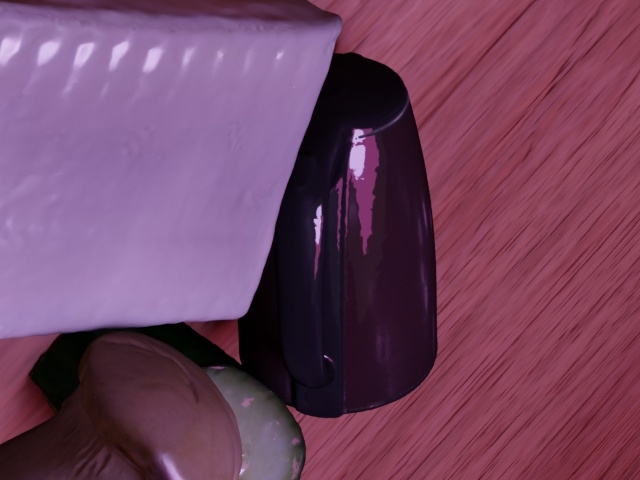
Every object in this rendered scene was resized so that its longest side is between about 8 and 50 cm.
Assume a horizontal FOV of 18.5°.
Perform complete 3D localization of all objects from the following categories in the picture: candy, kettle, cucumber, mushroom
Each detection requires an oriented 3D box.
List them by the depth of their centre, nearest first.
[{"bbox_3d":[-0.163,-0.062,1.091,0.359,0.145,0.208,-4,121,-49],"label":"candy"},{"bbox_3d":[-0.217,0.216,1.113,0.407,0.137,0.154,-47,127,8],"label":"mushroom"},{"bbox_3d":[0.000,0.000,1.326,0.202,0.144,0.232,-64,157,-49],"label":"kettle"},{"bbox_3d":[-0.110,0.141,1.350,0.191,0.130,0.191,-27,133,-34],"label":"cucumber"}]
